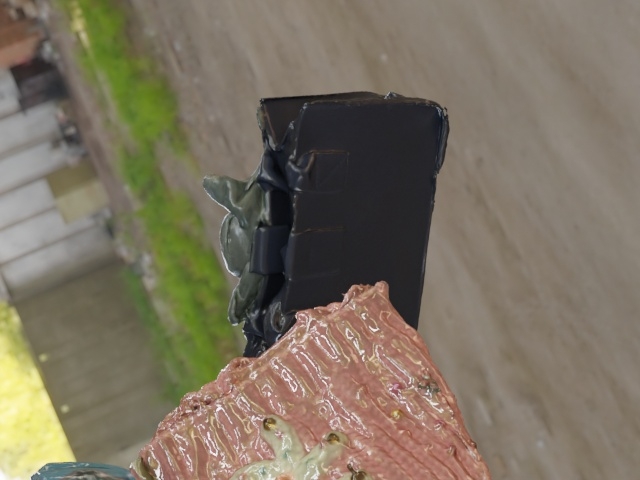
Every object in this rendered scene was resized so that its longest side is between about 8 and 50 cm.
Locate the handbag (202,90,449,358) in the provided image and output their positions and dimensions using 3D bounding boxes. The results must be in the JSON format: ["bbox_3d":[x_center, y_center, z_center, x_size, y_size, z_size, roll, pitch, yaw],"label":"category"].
[{"bbox_3d":[0.000,0.000,1.593,0.118,0.269,0.326,17,105,42],"label":"handbag"}]

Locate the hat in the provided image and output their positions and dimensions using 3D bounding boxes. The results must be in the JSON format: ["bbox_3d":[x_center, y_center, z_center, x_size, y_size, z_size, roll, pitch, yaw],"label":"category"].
[{"bbox_3d":[0.026,0.187,1.052,0.286,0.236,0.107,52,171,17],"label":"hat"}]

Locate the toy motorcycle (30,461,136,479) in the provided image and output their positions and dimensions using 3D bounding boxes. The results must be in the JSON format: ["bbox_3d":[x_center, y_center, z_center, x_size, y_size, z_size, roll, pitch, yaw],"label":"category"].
[{"bbox_3d":[-0.267,0.333,1.315,0.232,0.416,0.172,53,-177,-45],"label":"toy motorcycle"}]
